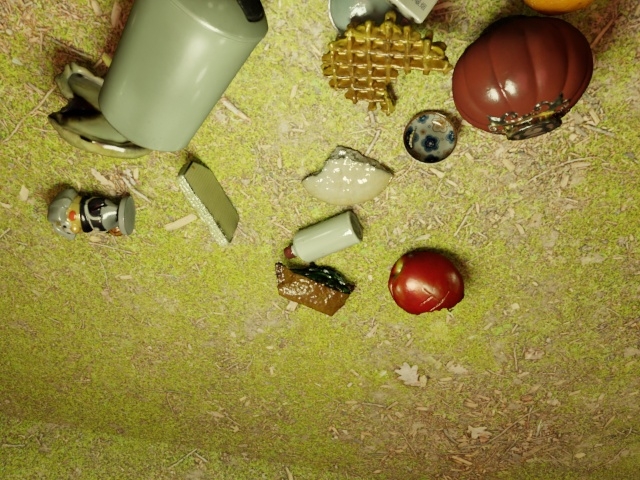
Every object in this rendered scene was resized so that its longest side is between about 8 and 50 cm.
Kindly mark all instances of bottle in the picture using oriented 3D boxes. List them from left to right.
[{"bbox_3d":[0.000,0.000,1.665,0.245,0.104,0.104,-21,122,20],"label":"bottle"}]

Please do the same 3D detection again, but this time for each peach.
[{"bbox_3d":[0.326,0.138,1.687,0.226,0.196,0.190,26,158,-11],"label":"peach"}]

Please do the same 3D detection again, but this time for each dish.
[{"bbox_3d":[0.285,-0.260,1.461,0.140,0.078,0.141,-1,83,5],"label":"dish"}]

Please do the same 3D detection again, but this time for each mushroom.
[{"bbox_3d":[-0.566,-0.288,1.414,0.292,0.218,0.211,34,141,-28],"label":"mushroom"}]

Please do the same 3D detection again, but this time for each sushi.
[{"bbox_3d":[-0.031,0.140,1.755,0.287,0.149,0.140,24,92,-14],"label":"sushi"}]

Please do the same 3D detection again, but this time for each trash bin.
[{"bbox_3d":[-0.316,-0.437,1.265,0.280,0.281,0.432,31,127,-17],"label":"trash bin"}]

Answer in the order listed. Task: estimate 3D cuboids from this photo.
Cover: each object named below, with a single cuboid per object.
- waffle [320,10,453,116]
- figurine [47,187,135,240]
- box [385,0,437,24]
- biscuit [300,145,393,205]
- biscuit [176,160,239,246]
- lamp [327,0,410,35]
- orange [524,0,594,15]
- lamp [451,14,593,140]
[{"bbox_3d":[0.138,-0.413,1.286,0.259,0.069,0.292,23,153,-27],"label":"waffle"},{"bbox_3d":[-0.688,-0.073,1.666,0.236,0.133,0.176,3,146,-4],"label":"figurine"},{"bbox_3d":[0.220,-0.609,1.149,0.168,0.071,0.259,33,101,-18],"label":"box"},{"bbox_3d":[0.074,-0.177,1.565,0.265,0.040,0.188,-8,128,11],"label":"biscuit"},{"bbox_3d":[-0.321,-0.115,1.581,0.052,0.150,0.252,-18,124,17],"label":"biscuit"},{"bbox_3d":[0.090,-0.548,1.241,0.179,0.108,0.246,-35,116,23],"label":"lamp"},{"bbox_3d":[0.496,-0.561,1.135,0.193,0.194,0.161,-24,137,22],"label":"orange"},{"bbox_3d":[0.446,-0.361,1.238,0.302,0.303,0.257,-15,81,16],"label":"lamp"}]
